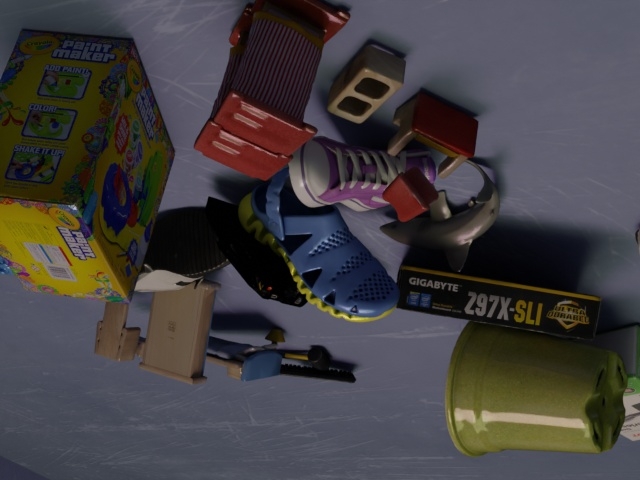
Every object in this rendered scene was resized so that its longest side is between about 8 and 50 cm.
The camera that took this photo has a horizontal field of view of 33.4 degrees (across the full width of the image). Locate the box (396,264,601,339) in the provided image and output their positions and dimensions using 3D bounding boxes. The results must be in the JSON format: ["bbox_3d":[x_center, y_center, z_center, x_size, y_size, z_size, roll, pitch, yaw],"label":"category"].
[{"bbox_3d":[0.286,0.102,1.801,0.322,0.079,0.257,9,180,5],"label":"box"}]

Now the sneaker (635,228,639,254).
[{"bbox_3d":[0.645,0.029,1.529,0.158,0.182,0.410,30,146,-30],"label":"sneaker"}]

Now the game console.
[{"bbox_3d":[-0.040,0.038,1.838,0.361,0.213,0.044,18,118,-48],"label":"game console"}]

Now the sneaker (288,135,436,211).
[{"bbox_3d":[0.074,-0.106,1.531,0.161,0.102,0.282,-8,176,28],"label":"sneaker"}]

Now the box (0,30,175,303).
[{"bbox_3d":[-0.357,-0.102,1.559,0.177,0.279,0.290,6,152,10],"label":"box"}]

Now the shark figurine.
[{"bbox_3d":[0.226,-0.015,1.683,0.166,0.116,0.278,21,152,-20],"label":"shark figurine"}]

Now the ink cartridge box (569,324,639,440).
[{"bbox_3d":[0.612,0.283,2.075,0.273,0.114,0.198,30,147,-30],"label":"ink cartridge box"}]

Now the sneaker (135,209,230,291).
[{"bbox_3d":[-0.258,0.028,1.957,0.331,0.122,0.146,-10,163,33],"label":"sneaker"}]

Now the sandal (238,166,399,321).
[{"bbox_3d":[0.000,0.000,1.688,0.317,0.126,0.138,41,137,15],"label":"sandal"}]

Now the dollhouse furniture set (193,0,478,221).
[{"bbox_3d":[0.045,-0.158,1.390,0.374,0.201,0.152,23,150,-18],"label":"dollhouse furniture set"}]

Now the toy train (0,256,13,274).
[{"bbox_3d":[-0.624,0.003,2.065,0.105,0.080,0.184,26,149,-13],"label":"toy train"}]

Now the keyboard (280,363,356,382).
[{"bbox_3d":[-0.015,0.294,2.389,0.180,0.023,0.108,8,178,-6],"label":"keyboard"}]

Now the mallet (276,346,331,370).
[{"bbox_3d":[-0.065,0.261,2.378,0.190,0.039,0.062,-1,152,32],"label":"mallet"}]

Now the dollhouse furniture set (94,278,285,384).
[{"bbox_3d":[-0.251,0.164,2.219,0.287,0.198,0.303,12,-176,30],"label":"dollhouse furniture set"}]

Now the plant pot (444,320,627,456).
[{"bbox_3d":[0.403,0.275,1.924,0.254,0.276,0.276,5,153,36],"label":"plant pot"}]
